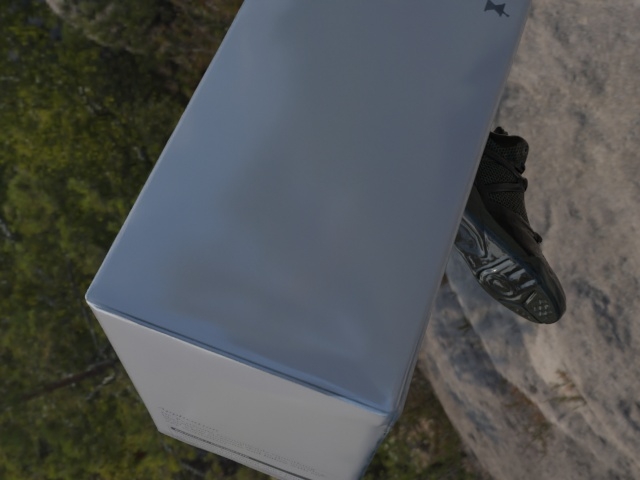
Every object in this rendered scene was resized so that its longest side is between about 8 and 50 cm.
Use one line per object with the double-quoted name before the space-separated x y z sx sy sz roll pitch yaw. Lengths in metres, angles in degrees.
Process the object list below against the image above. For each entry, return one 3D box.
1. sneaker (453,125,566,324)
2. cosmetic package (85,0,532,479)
"sneaker" 0.187 -0.028 0.812 0.227 0.130 0.087 49 152 -4
"cosmetic package" 0.000 0.000 0.449 0.138 0.224 0.224 20 154 5
